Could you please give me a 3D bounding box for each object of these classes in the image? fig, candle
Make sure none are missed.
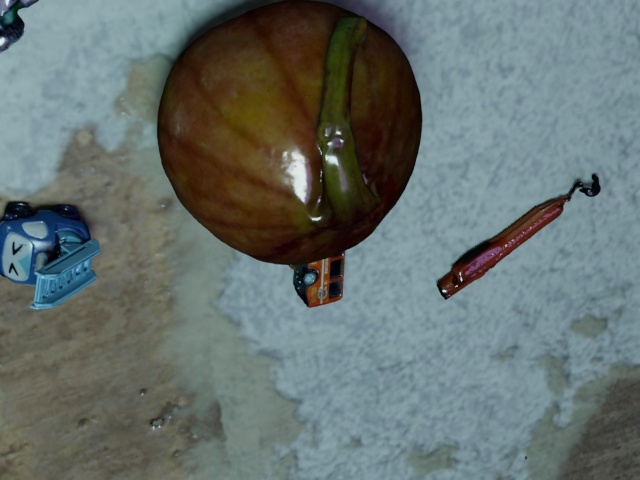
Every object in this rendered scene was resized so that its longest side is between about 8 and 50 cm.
[{"bbox_3d":[-0.015,-0.073,1.085,0.205,0.205,0.205,-11,121,-19],"label":"fig"},{"bbox_3d":[0.169,-0.006,1.310,0.167,0.021,0.026,-35,127,-2],"label":"candle"}]

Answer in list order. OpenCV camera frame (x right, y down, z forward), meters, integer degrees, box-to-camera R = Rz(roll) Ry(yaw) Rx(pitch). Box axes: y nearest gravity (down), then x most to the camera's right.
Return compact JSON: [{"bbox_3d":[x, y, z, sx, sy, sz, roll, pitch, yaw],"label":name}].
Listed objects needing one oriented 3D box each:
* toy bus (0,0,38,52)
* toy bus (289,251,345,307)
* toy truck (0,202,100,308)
[{"bbox_3d":[-0.184,-0.205,0.982,0.262,0.109,0.091,-36,124,-5],"label":"toy bus"},{"bbox_3d":[0.000,0.000,1.230,0.043,0.031,0.110,-10,123,-22],"label":"toy bus"},{"bbox_3d":[-0.196,0.015,1.111,0.073,0.090,0.056,0,117,-24],"label":"toy truck"}]
